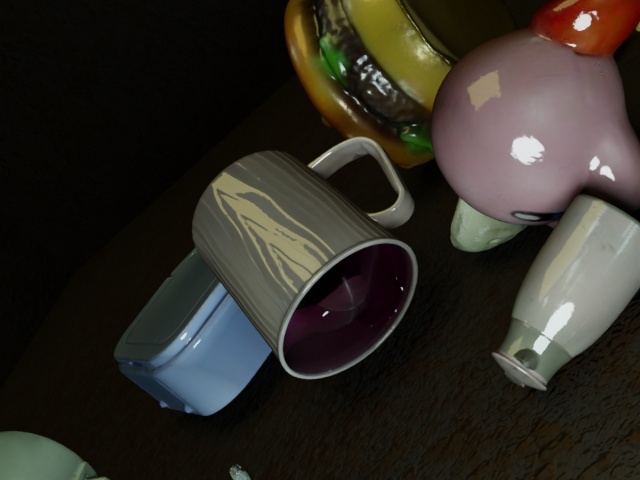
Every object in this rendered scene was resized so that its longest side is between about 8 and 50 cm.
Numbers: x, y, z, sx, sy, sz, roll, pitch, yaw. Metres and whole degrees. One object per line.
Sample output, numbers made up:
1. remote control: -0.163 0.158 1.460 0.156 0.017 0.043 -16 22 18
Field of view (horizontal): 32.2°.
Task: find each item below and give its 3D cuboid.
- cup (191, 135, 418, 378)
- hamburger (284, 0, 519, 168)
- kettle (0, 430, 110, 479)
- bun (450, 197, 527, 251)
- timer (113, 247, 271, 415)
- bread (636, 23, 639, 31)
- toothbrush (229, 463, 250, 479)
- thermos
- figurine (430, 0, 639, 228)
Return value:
1. cup: -0.014 -0.001 1.500 0.273 0.208 0.288 44 118 40
2. hamburger: 0.125 -0.326 1.832 0.277 0.396 0.396 -36 19 34
3. kettle: -0.466 0.507 1.722 0.361 0.250 0.377 -11 31 15
4. bun: 0.234 -0.062 1.427 0.183 0.102 0.183 19 -90 -80
5. timer: -0.153 0.116 1.863 0.395 0.173 0.395 -44 16 15
6. bread: 0.477 -0.263 1.189 0.262 0.163 0.204 -22 10 -10
7. toothbrush: -0.081 0.343 1.415 0.021 0.024 0.288 -47 16 -5
8. thermos: 0.250 0.064 1.128 0.193 0.105 0.137 -56 -9 -5
9. figurine: 0.227 -0.141 1.233 0.269 0.211 0.261 154 114 -77
